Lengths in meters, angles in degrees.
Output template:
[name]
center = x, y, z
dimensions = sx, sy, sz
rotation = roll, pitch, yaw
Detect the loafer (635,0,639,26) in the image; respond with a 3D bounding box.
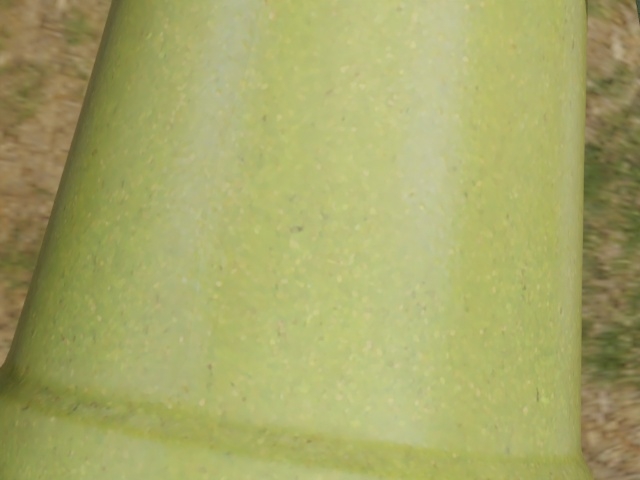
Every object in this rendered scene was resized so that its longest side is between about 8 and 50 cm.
[loafer]
center = 0.188, -0.043, 0.744
dimensions = 0.096, 0.084, 0.267
rotation = -29, 110, 9

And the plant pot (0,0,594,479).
[plant pot]
center = 0.000, 0.000, 0.766
dimensions = 0.276, 0.276, 0.254
rotation = 9, 89, 22
